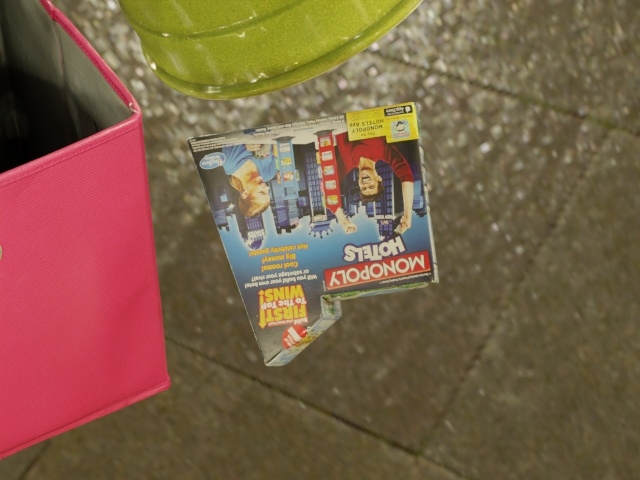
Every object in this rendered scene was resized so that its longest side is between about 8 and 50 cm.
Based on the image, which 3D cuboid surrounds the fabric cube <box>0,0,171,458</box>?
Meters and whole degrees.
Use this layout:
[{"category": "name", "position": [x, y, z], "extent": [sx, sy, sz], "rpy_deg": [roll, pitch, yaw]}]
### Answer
[{"category": "fabric cube", "position": [-0.272, -0.014, 1.147], "extent": [0.254, 0.258, 0.259], "rpy_deg": [-23, 49, -21]}]

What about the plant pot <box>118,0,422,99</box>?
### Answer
[{"category": "plant pot", "position": [-0.095, -0.382, 1.563], "extent": [0.366, 0.353, 0.366], "rpy_deg": [-20, 42, 19]}]

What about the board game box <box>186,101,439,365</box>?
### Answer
[{"category": "board game box", "position": [0.000, 0.000, 1.390], "extent": [0.194, 0.060, 0.194], "rpy_deg": [-8, 85, 16]}]
